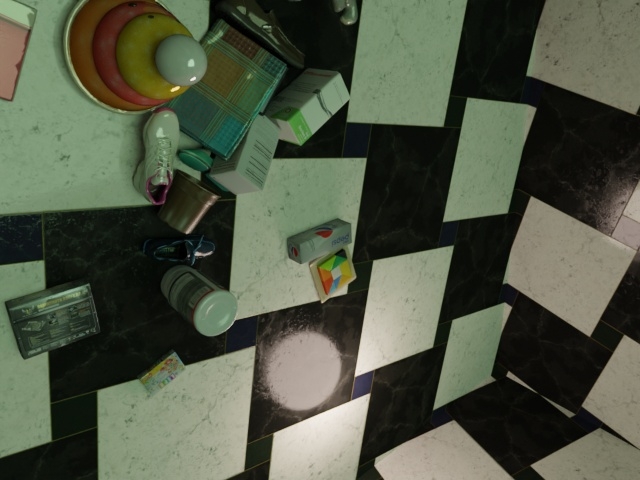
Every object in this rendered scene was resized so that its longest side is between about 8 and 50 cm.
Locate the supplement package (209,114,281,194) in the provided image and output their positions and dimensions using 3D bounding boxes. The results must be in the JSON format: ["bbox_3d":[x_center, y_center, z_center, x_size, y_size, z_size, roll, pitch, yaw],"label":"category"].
[{"bbox_3d":[-0.252,-0.296,1.776,0.134,0.139,0.244,37,60,-44],"label":"supplement package"}]

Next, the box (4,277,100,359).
[{"bbox_3d":[-0.815,0.237,1.615,0.231,0.056,0.183,-20,120,-35],"label":"box"}]

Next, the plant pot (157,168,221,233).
[{"bbox_3d":[-0.441,-0.121,1.734,0.167,0.167,0.165,28,96,-45],"label":"plant pot"}]

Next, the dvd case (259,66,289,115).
[{"bbox_3d":[-0.255,-0.543,1.705,0.253,0.022,0.180,28,88,-10],"label":"dvd case"}]

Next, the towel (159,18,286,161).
[{"bbox_3d":[-0.311,-0.478,1.667,0.271,0.040,0.370,33,87,-9],"label":"towel"}]

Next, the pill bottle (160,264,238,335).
[{"bbox_3d":[-0.419,0.195,1.790,0.161,0.283,0.161,-18,120,-36],"label":"pill bottle"}]

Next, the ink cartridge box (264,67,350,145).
[{"bbox_3d":[-0.059,-0.482,1.880,0.273,0.198,0.115,-46,132,-17],"label":"ink cartridge box"}]

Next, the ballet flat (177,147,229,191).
[{"bbox_3d":[-0.380,-0.261,1.787,0.247,0.083,0.087,37,58,-44],"label":"ballet flat"}]

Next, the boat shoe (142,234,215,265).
[{"bbox_3d":[-0.475,0.043,1.812,0.258,0.089,0.109,-10,114,-39],"label":"boat shoe"}]

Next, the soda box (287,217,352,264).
[{"bbox_3d":[0.000,0.000,2.217,0.286,0.091,0.098,-22,121,-34],"label":"soda box"}]

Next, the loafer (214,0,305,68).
[{"bbox_3d":[-0.170,-0.697,1.734,0.366,0.133,0.130,29,88,-45],"label":"loafer"}]

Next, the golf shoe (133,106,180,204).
[{"bbox_3d":[-0.481,-0.248,1.600,0.115,0.140,0.306,-2,127,-36],"label":"golf shoe"}]

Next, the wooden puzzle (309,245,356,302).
[{"bbox_3d":[0.065,0.142,2.369,0.221,0.044,0.239,-34,128,-27],"label":"wooden puzzle"}]

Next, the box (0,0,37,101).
[{"bbox_3d":[-0.791,-0.469,1.266,0.126,0.148,0.233,13,98,-43],"label":"box"}]

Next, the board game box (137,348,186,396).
[{"bbox_3d":[-0.585,0.489,1.950,0.154,0.026,0.104,-39,130,-23],"label":"board game box"}]

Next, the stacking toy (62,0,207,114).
[{"bbox_3d":[-0.421,-0.475,1.362,0.350,0.479,0.351,-19,120,-36],"label":"stacking toy"}]

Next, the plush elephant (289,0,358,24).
[{"bbox_3d":[-0.031,-0.875,1.724,0.330,0.255,0.272,62,16,-73],"label":"plush elephant"}]
